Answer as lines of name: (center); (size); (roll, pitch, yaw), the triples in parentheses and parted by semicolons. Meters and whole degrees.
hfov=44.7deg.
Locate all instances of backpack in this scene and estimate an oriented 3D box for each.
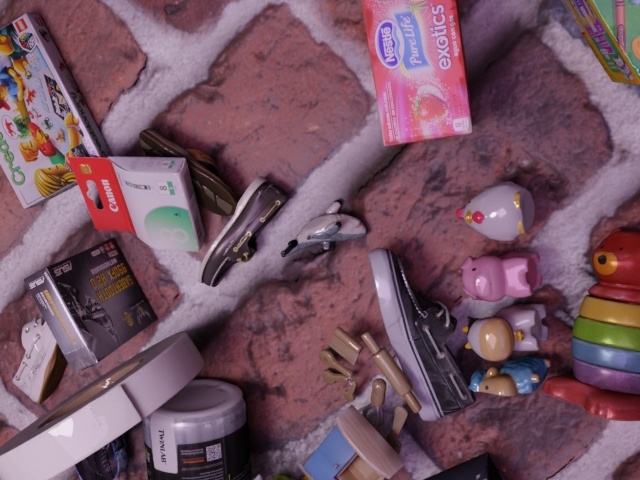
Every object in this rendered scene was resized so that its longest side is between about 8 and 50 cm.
backpack: (-0.433, 0.417, 1.541); (0.104, 0.084, 0.114); (-15, 93, 15)

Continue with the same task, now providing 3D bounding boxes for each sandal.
sandal: (-0.229, -0.131, 1.399); (0.219, 0.060, 0.090); (38, 146, 6)

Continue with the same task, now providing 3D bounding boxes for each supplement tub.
supplement tub: (-0.223, 0.436, 1.447); (0.193, 0.193, 0.316); (-1, 101, 12)

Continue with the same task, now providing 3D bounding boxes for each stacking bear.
stacking bear: (0.487, 0.126, 1.260); (0.164, 0.175, 0.289); (6, 93, -22)

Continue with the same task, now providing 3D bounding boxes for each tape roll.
tape roll: (-0.379, 0.289, 1.347); (0.392, 0.392, 0.072); (-30, 94, 16)

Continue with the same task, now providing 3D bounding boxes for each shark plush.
shark plush: (0.000, 0.000, 1.385); (0.161, 0.073, 0.067); (-32, 124, 11)

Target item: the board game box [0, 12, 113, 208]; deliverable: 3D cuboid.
board game box: (-0.535, -0.236, 1.443); (0.192, 0.053, 0.305); (-25, 96, 16)

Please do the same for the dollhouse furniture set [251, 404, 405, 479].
dollhouse furniture set: (0.000, 0.483, 1.301); (0.286, 0.303, 0.198); (45, 137, 16)

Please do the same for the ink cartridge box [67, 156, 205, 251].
ink cartridge box: (-0.333, -0.065, 1.397); (0.224, 0.056, 0.181); (1, 132, 10)

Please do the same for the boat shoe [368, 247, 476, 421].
boat shoe: (0.180, 0.153, 1.358); (0.119, 0.121, 0.335); (-20, 108, 7)

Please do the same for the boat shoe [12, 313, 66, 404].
boat shoe: (-0.535, 0.186, 1.508); (0.096, 0.098, 0.277); (27, 107, 4)

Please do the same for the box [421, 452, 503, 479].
box: (0.282, 0.517, 1.404); (0.153, 0.108, 0.207); (-27, 94, 16)

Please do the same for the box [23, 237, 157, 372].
box: (-0.404, 0.109, 1.396); (0.056, 0.231, 0.183); (-26, 95, 19)

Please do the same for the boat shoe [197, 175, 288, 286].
boat shoe: (-0.141, -0.003, 1.396); (0.068, 0.081, 0.228); (34, 103, 7)

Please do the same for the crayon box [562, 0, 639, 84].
crayon box: (0.430, -0.314, 1.112); (0.081, 0.278, 0.165); (-32, 94, 17)

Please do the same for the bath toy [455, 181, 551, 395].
bath toy: (0.294, 0.078, 1.304); (0.129, 0.151, 0.349); (-2, 97, 35)

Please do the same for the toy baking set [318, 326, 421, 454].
toy baking set: (0.094, 0.264, 1.384); (0.256, 0.030, 0.197); (52, 145, 2)

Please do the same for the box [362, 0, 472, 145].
box: (0.155, -0.312, 1.237); (0.142, 0.154, 0.300); (-7, 101, 13)

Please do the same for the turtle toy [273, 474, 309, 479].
turtle toy: (-0.041, 0.496, 1.487); (0.130, 0.066, 0.095); (42, 106, 1)
